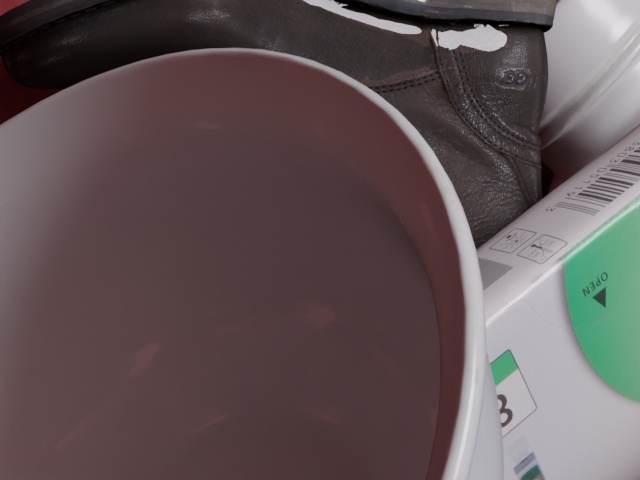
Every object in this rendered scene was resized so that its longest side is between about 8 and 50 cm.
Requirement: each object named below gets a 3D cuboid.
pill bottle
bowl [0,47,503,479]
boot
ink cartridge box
[{"bbox_3d":[0.185,-0.028,0.663,0.229,0.131,0.131,42,58,-3],"label":"pill bottle"},{"bbox_3d":[-0.057,0.094,0.441,0.134,0.298,0.298,46,51,-43],"label":"bowl"},{"bbox_3d":[0.000,0.000,0.566,0.263,0.091,0.229,-3,95,-11],"label":"boot"},{"bbox_3d":[0.129,0.088,0.569,0.181,0.056,0.224,-37,113,-20],"label":"ink cartridge box"}]
